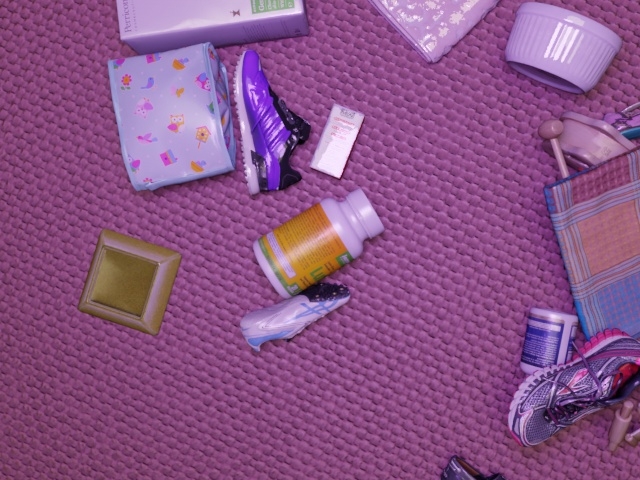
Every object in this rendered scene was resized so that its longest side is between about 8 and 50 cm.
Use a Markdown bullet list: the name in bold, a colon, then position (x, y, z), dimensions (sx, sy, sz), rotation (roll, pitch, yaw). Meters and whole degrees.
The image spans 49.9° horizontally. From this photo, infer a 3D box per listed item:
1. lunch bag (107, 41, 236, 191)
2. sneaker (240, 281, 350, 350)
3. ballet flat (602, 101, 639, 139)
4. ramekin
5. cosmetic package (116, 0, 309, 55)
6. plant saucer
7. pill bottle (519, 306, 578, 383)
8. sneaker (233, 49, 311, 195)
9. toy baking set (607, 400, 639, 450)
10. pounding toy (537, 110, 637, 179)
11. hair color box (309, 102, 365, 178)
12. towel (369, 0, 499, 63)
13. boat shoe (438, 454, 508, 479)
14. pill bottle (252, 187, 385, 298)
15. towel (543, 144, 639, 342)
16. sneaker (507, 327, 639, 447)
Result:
- **lunch bag**: position (-0.292, -0.241, 1.397), dimensions (0.223, 0.160, 0.262), rotation (-10, 83, 3)
- **sneaker**: position (-0.047, 0.155, 1.419), dimensions (0.237, 0.085, 0.086), rotation (-22, 114, 1)
- **ballet flat**: position (0.674, -0.246, 1.369), dimensions (0.221, 0.077, 0.079), rotation (-7, 70, 5)
- **ramekin**: position (0.454, -0.363, 1.320), dimensions (0.207, 0.207, 0.109), rotation (25, 100, 4)
- **cosmetic package**: position (-0.217, -0.502, 1.394), dimensions (0.365, 0.155, 0.197), rotation (-8, 90, 3)
- **plant saucer**: position (-0.411, 0.089, 1.458), dimensions (0.188, 0.045, 0.188), rotation (17, 91, 4)
- **pill bottle**: position (0.449, 0.222, 1.365), dimensions (0.094, 0.094, 0.169), rotation (11, 90, 4)
- **sneaker**: position (-0.094, -0.246, 1.416), dimensions (0.146, 0.102, 0.294), rotation (-6, 94, 0)
- **toy baking set**: position (0.633, 0.306, 1.309), dimensions (0.196, 0.256, 0.030), rotation (-27, 47, -12)
- **pounding toy**: position (0.507, -0.149, 1.348), dimensions (0.269, 0.154, 0.155), rotation (33, 94, -15)
- **hair color box**: position (0.035, -0.204, 1.426), dimensions (0.072, 0.043, 0.141), rotation (22, 92, 4)
- **towel**: position (0.244, -0.586, 1.410), dimensions (0.332, 0.053, 0.317), rotation (-43, 87, 4)
- **boat shoe**: position (0.354, 0.510, 1.376), dimensions (0.233, 0.084, 0.079), rotation (25, 92, 7)
- **pill bottle**: position (0.000, 0.000, 1.380), dimensions (0.245, 0.136, 0.136), rotation (-31, 87, 4)
- **towel**: position (0.590, 0.017, 1.305), dimensions (0.271, 0.040, 0.370), rotation (-24, 109, -4)
- **sneaker**: position (0.477, 0.278, 1.272), dimensions (0.299, 0.112, 0.121), rotation (-38, 113, 0)
